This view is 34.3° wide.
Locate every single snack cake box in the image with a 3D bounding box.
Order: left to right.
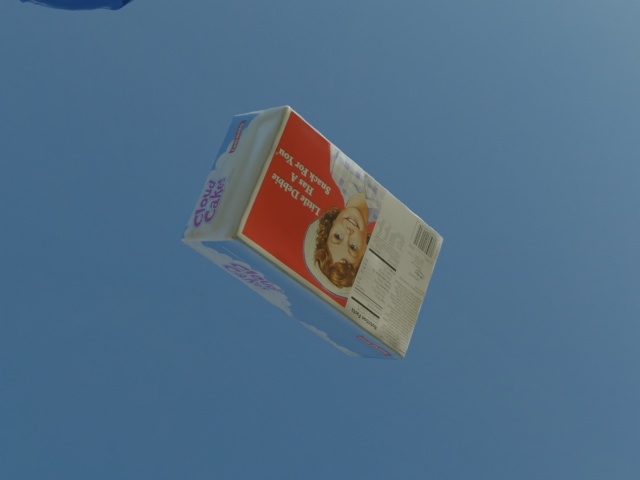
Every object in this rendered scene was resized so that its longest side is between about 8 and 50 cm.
[{"bbox_3d":[0.000,0.000,1.070,0.264,0.089,0.152,38,-117,-35],"label":"snack cake box"}]

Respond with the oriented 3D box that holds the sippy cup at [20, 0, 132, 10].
[{"bbox_3d":[-0.187,-0.290,0.720,0.240,0.305,0.224,-11,-122,-37],"label":"sippy cup"}]
